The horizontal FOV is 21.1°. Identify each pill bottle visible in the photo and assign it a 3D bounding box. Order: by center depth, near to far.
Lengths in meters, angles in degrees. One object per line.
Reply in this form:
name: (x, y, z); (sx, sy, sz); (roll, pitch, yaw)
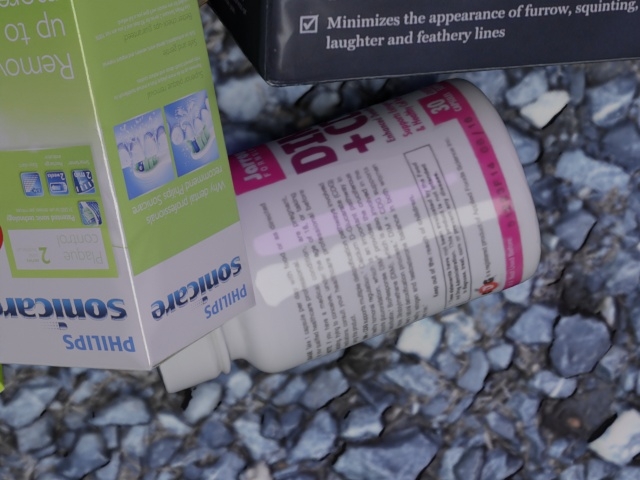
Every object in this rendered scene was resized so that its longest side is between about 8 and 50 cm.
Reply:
pill bottle: (0.000, 0.000, 1.238); (0.283, 0.160, 0.160); (-20, 120, -9)

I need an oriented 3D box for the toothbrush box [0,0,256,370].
toothbrush box: (-0.177, -0.073, 1.073); (0.122, 0.206, 0.283); (-32, 117, -52)

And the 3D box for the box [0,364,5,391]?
box: (-0.290, 0.028, 1.184); (0.042, 0.109, 0.178); (-35, 121, 6)

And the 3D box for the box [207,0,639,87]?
box: (0.083, -0.322, 1.079); (0.293, 0.212, 0.395); (-5, 117, -16)

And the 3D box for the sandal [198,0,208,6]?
sandal: (-0.149, -0.187, 1.112); (0.180, 0.049, 0.072); (19, 127, 11)
